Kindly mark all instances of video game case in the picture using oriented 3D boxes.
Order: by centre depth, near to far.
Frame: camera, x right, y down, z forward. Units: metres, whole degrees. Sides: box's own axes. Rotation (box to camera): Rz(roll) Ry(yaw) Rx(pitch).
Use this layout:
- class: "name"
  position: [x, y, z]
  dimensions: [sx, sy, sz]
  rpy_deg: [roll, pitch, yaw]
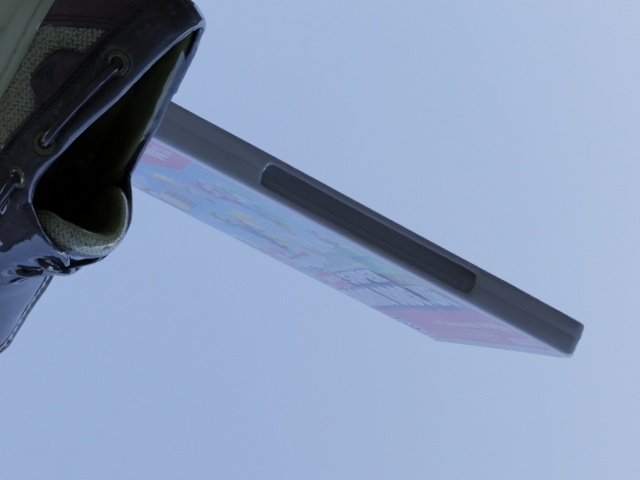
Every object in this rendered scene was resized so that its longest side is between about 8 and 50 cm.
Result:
- class: "video game case"
  position: [0.000, 0.000, 0.608]
  dimensions: [0.285, 0.204, 0.025]
  rpy_deg: [28, -100, -13]

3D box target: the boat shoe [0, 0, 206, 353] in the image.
- class: "boat shoe"
  position: [-0.115, -0.019, 0.392]
  dimensions: [0.073, 0.223, 0.080]
  rpy_deg: [39, -150, 15]
